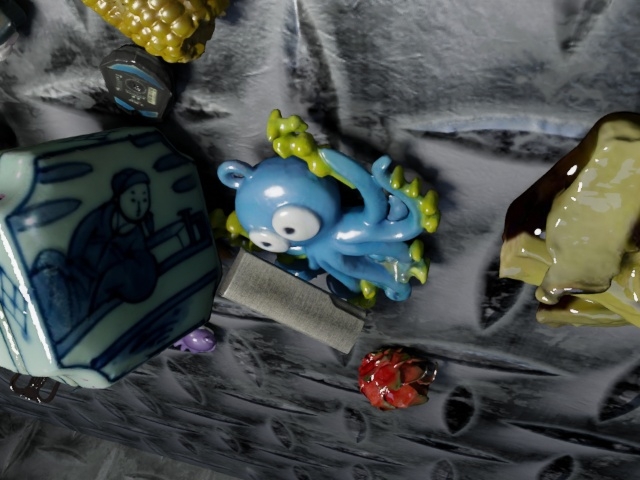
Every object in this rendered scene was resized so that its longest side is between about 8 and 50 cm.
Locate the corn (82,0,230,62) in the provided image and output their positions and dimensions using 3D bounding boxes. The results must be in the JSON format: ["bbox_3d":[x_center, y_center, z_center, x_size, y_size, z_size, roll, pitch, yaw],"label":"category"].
[{"bbox_3d":[-0.233,-0.285,0.409,0.363,0.120,0.120,37,141,-25],"label":"corn"}]

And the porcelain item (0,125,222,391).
[{"bbox_3d":[-0.266,0.014,0.633,0.157,0.281,0.286,-1,107,31],"label":"porcelain item"}]

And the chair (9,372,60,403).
[{"bbox_3d":[-0.598,0.247,1.182,0.106,0.229,0.113,31,145,-16],"label":"chair"}]

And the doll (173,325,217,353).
[{"bbox_3d":[-0.292,0.212,1.137,0.110,0.067,0.206,30,157,-37],"label":"doll"}]

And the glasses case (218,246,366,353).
[{"bbox_3d":[-0.035,0.088,0.728,0.205,0.071,0.047,29,176,-20],"label":"glasses case"}]

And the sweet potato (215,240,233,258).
[{"bbox_3d":[-0.187,0.010,0.846,0.095,0.034,0.034,17,146,-15],"label":"sweet potato"}]

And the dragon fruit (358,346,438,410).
[{"bbox_3d":[0.138,0.253,0.954,0.142,0.130,0.121,11,110,13],"label":"dragon fruit"}]

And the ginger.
[{"bbox_3d":[0.367,0.041,0.484,0.358,0.211,0.413,41,140,-24],"label":"ginger"}]

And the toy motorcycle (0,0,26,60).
[{"bbox_3d":[-0.405,-0.282,0.516,0.150,0.102,0.221,7,145,52],"label":"toy motorcycle"}]

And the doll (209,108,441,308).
[{"bbox_3d":[0.000,0.000,0.686,0.341,0.099,0.346,36,146,-24],"label":"doll"}]

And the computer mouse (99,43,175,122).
[{"bbox_3d":[-0.203,-0.181,0.590,0.079,0.047,0.135,21,156,-12],"label":"computer mouse"}]
